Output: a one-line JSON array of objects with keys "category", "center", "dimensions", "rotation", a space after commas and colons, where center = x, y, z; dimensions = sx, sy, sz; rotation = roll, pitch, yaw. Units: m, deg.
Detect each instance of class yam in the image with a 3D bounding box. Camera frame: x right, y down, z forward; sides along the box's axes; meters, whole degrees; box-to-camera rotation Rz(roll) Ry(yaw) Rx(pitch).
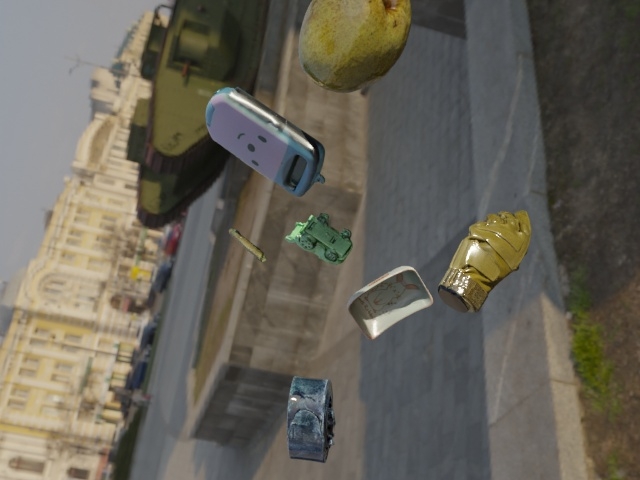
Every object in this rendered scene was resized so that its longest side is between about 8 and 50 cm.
[{"category": "yam", "center": [-0.108, 0.005, 1.162], "dimensions": [0.107, 0.014, 0.014], "rotation": [37, 116, 49]}]

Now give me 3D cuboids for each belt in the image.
[{"category": "belt", "center": [-0.014, 0.322, 1.421], "dimensions": [0.190, 0.082, 0.141], "rotation": [85, -170, -54]}]

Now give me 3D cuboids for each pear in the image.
[{"category": "pear", "center": [0.066, -0.392, 1.456], "dimensions": [0.211, 0.188, 0.228], "rotation": [-42, 28, 48]}]

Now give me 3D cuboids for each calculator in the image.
[{"category": "calculator", "center": [-0.112, -0.201, 1.626], "dimensions": [0.051, 0.293, 0.173], "rotation": [-53, -4, -34]}]

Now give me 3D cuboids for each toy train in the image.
[{"category": "toy train", "center": [0.000, 0.000, 1.899], "dimensions": [0.099, 0.149, 0.081], "rotation": [-56, 0, -37]}]

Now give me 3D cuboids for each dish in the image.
[{"category": "dish", "center": [0.181, 0.156, 2.149], "dimensions": [0.212, 0.151, 0.077], "rotation": [-31, 32, 5]}]

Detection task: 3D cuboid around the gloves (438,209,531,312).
[{"category": "gloves", "center": [0.410, 0.030, 1.902], "dimensions": [0.331, 0.154, 0.141], "rotation": [-49, -14, -24]}]
